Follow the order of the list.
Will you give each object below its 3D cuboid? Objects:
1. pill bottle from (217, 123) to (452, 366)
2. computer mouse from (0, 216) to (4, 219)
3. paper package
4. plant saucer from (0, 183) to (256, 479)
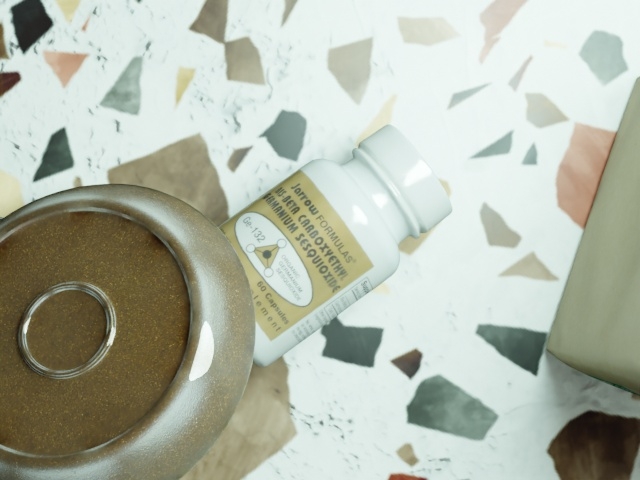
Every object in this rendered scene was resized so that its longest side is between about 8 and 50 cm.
[{"bbox_3d":[0.000,0.000,1.353,0.229,0.131,0.131,-36,94,-4],"label":"pill bottle"},{"bbox_3d":[-0.310,-0.025,1.375,0.242,0.041,0.071,7,91,-12],"label":"computer mouse"},{"bbox_3d":[0.352,-0.003,1.289,0.168,0.325,0.309,20,88,-6],"label":"paper package"},{"bbox_3d":[-0.210,0.083,1.268,0.311,0.050,0.310,-5,67,11],"label":"plant saucer"}]
